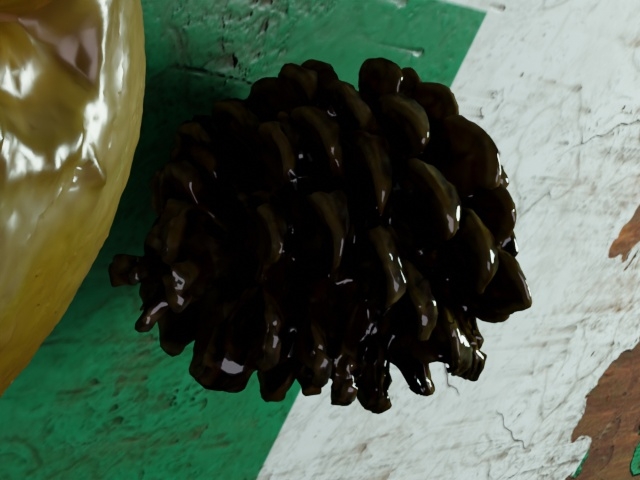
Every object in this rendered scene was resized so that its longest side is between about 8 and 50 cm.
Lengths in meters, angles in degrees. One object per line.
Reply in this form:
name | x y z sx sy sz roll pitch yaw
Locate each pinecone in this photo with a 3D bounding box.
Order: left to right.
pinecone | 0.000 -0.005 0.934 0.257 0.243 0.243 2 133 0

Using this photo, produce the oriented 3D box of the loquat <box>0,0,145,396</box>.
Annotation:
loquat | -0.222 -0.057 0.516 0.328 0.328 0.328 -32 142 -29
